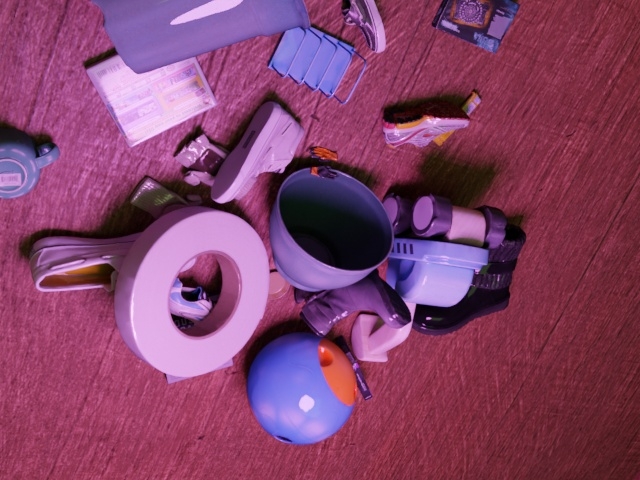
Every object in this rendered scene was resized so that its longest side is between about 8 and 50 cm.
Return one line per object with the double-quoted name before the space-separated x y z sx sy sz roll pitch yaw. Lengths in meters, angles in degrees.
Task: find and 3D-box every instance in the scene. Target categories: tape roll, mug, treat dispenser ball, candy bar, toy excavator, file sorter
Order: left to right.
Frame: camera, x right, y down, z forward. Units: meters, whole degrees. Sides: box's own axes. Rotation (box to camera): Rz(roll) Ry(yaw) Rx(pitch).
"mug" -0.621 -0.159 1.542 0.158 0.097 0.129 -43 126 7
"tape roll" -0.279 0.116 1.737 0.392 0.072 0.392 -15 112 -43
"treat dispenser ball" -0.049 0.383 1.994 0.288 0.288 0.288 -11 123 -17
"file sorter" -0.004 -0.383 1.661 0.170 0.104 0.118 18 112 -31
"toy excavator" 0.235 0.115 1.970 0.222 0.433 0.445 11 87 -28
"candy bar" 0.340 -0.303 1.907 0.161 0.018 0.040 -48 129 9

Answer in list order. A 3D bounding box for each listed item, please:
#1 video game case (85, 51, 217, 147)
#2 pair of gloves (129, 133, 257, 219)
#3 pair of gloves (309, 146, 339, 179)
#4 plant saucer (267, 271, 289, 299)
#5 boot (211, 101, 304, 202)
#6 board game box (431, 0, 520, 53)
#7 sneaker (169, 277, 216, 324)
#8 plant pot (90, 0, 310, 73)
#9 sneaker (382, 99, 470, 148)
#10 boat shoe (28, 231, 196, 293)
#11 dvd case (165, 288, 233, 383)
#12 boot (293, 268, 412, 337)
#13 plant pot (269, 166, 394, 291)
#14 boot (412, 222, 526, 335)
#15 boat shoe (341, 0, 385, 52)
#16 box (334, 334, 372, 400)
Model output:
"video game case" -0.349 -0.321 1.604 0.212 0.023 0.193 -28 126 -6
"pair of gloves" -0.286 -0.111 1.748 0.240 0.042 0.204 -42 126 7
"pair of gloves" 0.010 -0.182 1.810 0.074 0.083 0.010 10 151 -23
"plant saucer" -0.121 0.113 1.969 0.083 0.015 0.083 -11 123 -17
"boot" -0.132 -0.175 1.720 0.123 0.095 0.258 34 89 -37
"board game box" 0.361 -0.522 1.777 0.186 0.026 0.126 14 114 -29
"sneaker" -0.282 0.164 1.848 0.086 0.085 0.237 -46 133 13
"plant pot" -0.236 -0.481 1.388 0.334 0.341 0.341 -22 126 2
"sneaker" 0.254 -0.278 1.856 0.225 0.088 0.092 -9 133 -11
"boat shoe" -0.449 0.072 1.702 0.367 0.156 0.135 1 135 -24
"dvd case" -0.323 0.246 1.958 0.179 0.029 0.238 -14 124 -16
"boot" 0.073 0.166 1.882 0.223 0.338 0.118 -43 122 5
"plant pot" 0.000 0.000 1.814 0.293 0.293 0.196 5 144 -25
"boot" 0.395 0.097 2.101 0.348 0.131 0.260 -19 133 -24
"boat shoe" 0.077 -0.499 1.646 0.070 0.078 0.219 -27 118 -6
"box" 0.093 0.358 2.147 0.029 0.116 0.162 -27 126 -3
